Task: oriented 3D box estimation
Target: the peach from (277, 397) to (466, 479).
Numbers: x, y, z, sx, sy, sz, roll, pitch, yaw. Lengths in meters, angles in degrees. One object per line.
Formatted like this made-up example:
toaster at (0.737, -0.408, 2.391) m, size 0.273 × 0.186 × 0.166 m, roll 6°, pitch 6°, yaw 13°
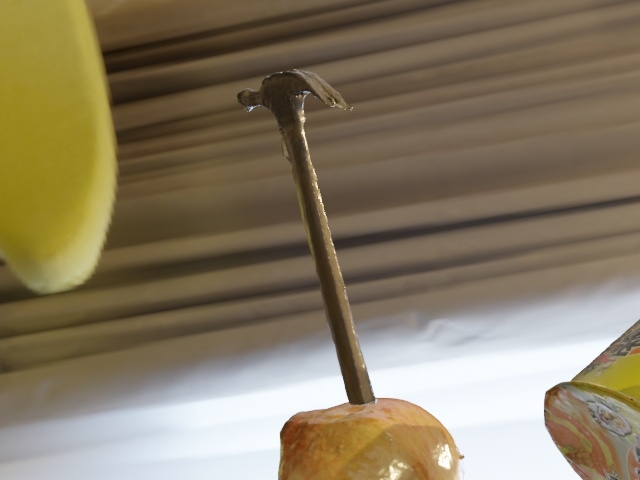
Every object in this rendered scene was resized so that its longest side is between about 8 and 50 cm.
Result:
peach at (0.045, 0.273, 1.539) m, size 0.232 × 0.233 × 0.232 m, roll -10°, pitch 90°, yaw -79°

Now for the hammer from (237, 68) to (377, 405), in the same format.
hammer at (0.000, 0.000, 1.145) m, size 0.027 × 0.125 × 0.297 m, roll -14°, pitch 93°, yaw -43°

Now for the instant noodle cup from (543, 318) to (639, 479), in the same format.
instant noodle cup at (0.379, 0.167, 1.288) m, size 0.264 × 0.200 × 0.264 m, roll 40°, pitch -21°, yaw 18°
